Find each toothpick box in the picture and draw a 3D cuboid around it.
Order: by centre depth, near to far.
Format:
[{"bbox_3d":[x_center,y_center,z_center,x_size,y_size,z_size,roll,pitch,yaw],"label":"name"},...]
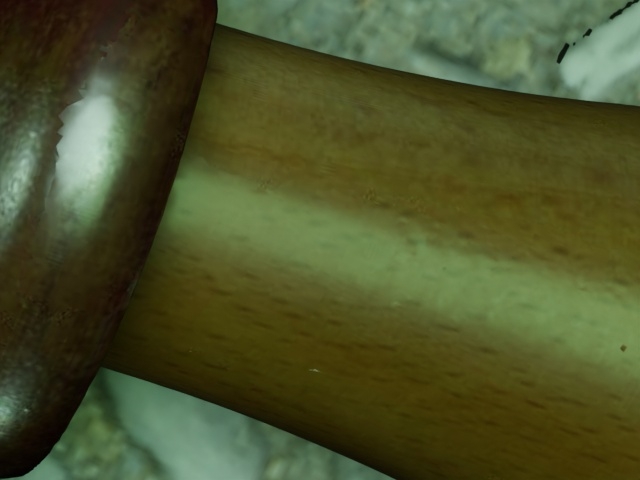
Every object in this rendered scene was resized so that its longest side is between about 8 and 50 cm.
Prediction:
[{"bbox_3d":[0.000,0.000,0.473,0.294,0.192,0.192,17,87,-17],"label":"toothpick box"}]
